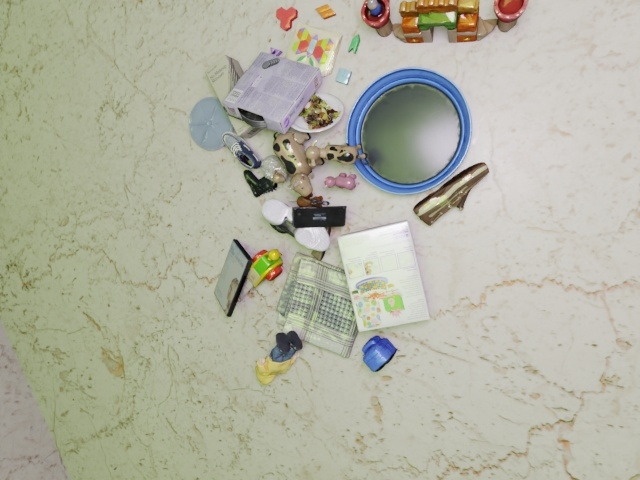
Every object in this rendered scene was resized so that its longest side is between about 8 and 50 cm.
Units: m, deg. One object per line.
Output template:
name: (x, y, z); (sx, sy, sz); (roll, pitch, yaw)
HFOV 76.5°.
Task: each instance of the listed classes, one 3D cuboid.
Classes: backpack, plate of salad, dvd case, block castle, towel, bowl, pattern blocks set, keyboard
backpack: (0.194, 0.394, 1.409); (0.101, 0.120, 0.098); (41, 110, 11)
plate of salad: (-0.021, -0.441, 1.366); (0.200, 0.048, 0.200); (-4, 56, 5)
dvd case: (-0.343, 0.143, 1.578); (0.180, 0.022, 0.253); (42, 114, 50)
block castle: (0.351, -0.753, 1.151); (0.453, 0.213, 0.303); (8, 100, 19)
towel: (-0.001, 0.237, 1.497); (0.324, 0.056, 0.312); (20, 104, 18)
bowl: (0.279, -0.344, 1.304); (0.391, 0.077, 0.391); (3, 98, 21)
pattern blocks set: (-0.027, -0.665, 1.404); (0.325, 0.026, 0.285); (14, 102, 18)
keyboard: (-0.003, -0.093, 1.344); (0.180, 0.023, 0.108); (-2, 125, -7)

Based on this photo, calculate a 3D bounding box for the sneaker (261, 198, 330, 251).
sneaker: (-0.084, -0.049, 1.444); (0.269, 0.153, 0.101); (33, 84, 2)

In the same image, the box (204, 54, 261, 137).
box: (-0.303, -0.523, 1.490); (0.113, 0.094, 0.275); (-31, 86, 22)

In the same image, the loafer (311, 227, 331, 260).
loafer: (0.000, 0.000, 1.465); (0.050, 0.056, 0.148); (18, 103, 11)

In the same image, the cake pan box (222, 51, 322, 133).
cake pan box: (-0.162, -0.497, 1.362); (0.246, 0.070, 0.267); (23, 71, 22)

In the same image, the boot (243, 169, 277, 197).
boot: (-0.224, -0.228, 1.526); (0.099, 0.045, 0.121); (-23, 96, 24)

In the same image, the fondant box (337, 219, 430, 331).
fondant box: (0.211, 0.117, 1.359); (0.238, 0.096, 0.330); (-13, 91, 10)

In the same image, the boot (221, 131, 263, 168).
boot: (-0.300, -0.336, 1.503); (0.190, 0.086, 0.069); (38, 108, 3)

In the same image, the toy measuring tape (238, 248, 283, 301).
toy measuring tape: (-0.228, 0.127, 1.563); (0.121, 0.121, 0.330); (49, 133, 9)

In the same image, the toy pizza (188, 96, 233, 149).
toy pizza: (-0.422, -0.453, 1.578); (0.201, 0.032, 0.201); (3, 99, 19)

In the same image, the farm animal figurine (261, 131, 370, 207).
farm animal figurine: (-0.045, -0.244, 1.341); (0.327, 0.172, 0.330); (47, 128, 11)

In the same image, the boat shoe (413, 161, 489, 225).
boat shoe: (0.423, -0.139, 1.278); (0.257, 0.095, 0.095); (-36, 98, 27)

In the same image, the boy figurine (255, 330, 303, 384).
boy figurine: (-0.164, 0.454, 1.542); (0.285, 0.177, 0.092); (-57, 48, 40)
